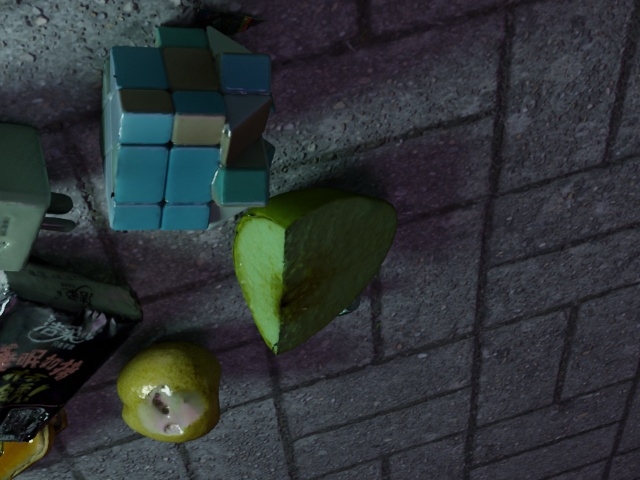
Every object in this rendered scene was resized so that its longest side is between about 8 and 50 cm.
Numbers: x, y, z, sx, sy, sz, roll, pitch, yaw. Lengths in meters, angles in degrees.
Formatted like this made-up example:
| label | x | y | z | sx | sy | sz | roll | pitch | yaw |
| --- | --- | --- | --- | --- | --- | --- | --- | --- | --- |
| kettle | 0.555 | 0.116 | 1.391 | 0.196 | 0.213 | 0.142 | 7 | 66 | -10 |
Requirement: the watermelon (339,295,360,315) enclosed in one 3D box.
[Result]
| label | x | y | z | sx | sy | sz | roll | pitch | yaw |
| --- | --- | --- | --- | --- | --- | --- | --- | --- | --- |
| watermelon | 0.031 | 0.092 | 1.806 | 0.085 | 0.085 | 0.061 | -16 | 113 | -7 |

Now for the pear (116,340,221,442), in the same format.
| label | x | y | z | sx | sy | sz | roll | pitch | yaw |
| --- | --- | --- | --- | --- | --- | --- | --- | --- | --- |
| pear | -0.243 | 0.244 | 1.752 | 0.178 | 0.178 | 0.178 | -13 | 142 | -11 |

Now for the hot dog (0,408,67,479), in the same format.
| label | x | y | z | sx | sy | sz | roll | pitch | yaw |
| --- | --- | --- | --- | --- | --- | --- | --- | --- | --- |
| hot dog | -0.517 | 0.354 | 1.807 | 0.269 | 0.109 | 0.072 | -37 | 101 | 28 |

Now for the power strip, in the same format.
| label | x | y | z | sx | sy | sz | roll | pitch | yaw |
| --- | --- | --- | --- | --- | --- | --- | --- | --- | --- |
| power strip | -0.403 | -0.054 | 1.320 | 0.224 | 0.139 | 0.140 | 4 | 136 | -29 |

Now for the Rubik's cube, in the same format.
| label | x | y | z | sx | sy | sz | roll | pitch | yaw |
| --- | --- | --- | --- | --- | --- | --- | --- | --- | --- |
| Rubik's cube | -0.151 | -0.119 | 1.297 | 0.213 | 0.224 | 0.265 | -1 | 135 | -18 |

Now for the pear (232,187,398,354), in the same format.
| label | x | y | z | sx | sy | sz | roll | pitch | yaw |
| --- | --- | --- | --- | --- | --- | --- | --- | --- | --- |
| pear | -0.002 | 0.000 | 1.601 | 0.239 | 0.139 | 0.288 | -22 | 142 | -25 |

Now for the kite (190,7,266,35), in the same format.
| label | x | y | z | sx | sy | sz | roll | pitch | yaw |
| --- | --- | --- | --- | --- | --- | --- | --- | --- | --- |
| kite | -0.128 | -0.253 | 1.319 | 0.122 | 0.004 | 0.090 | -28 | 141 | 14 |

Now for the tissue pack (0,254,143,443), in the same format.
| label | x | y | z | sx | sy | sz | roll | pitch | yaw |
| --- | --- | --- | --- | --- | --- | --- | --- | --- | --- |
| tissue pack | -0.441 | 0.165 | 1.580 | 0.245 | 0.123 | 0.332 | 17 | 126 | -46 |
